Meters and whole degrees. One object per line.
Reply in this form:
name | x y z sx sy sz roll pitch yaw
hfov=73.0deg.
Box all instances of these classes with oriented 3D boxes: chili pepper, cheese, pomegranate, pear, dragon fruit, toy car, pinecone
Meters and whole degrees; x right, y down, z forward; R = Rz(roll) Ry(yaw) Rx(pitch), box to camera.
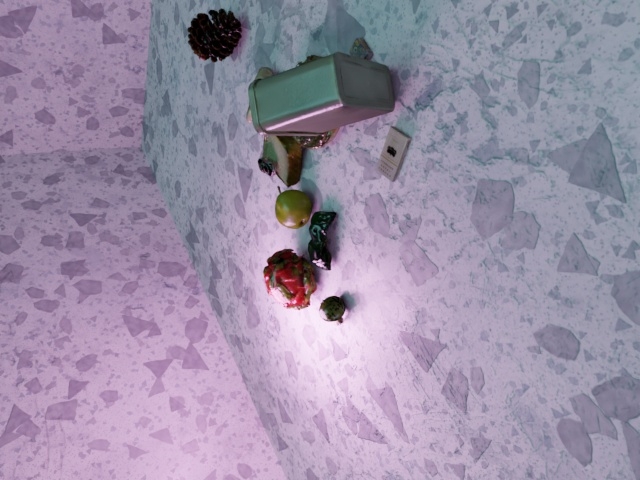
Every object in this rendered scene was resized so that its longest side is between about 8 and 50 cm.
chili pepper | -0.006 0.004 1.857 0.148 0.116 0.264 21 117 54
cheese | -0.281 -0.663 2.006 0.159 0.093 0.262 -89 18 -47
pomegranate | 0.060 0.312 1.881 0.122 0.122 0.161 -1 127 55
pear | -0.139 -0.155 1.944 0.216 0.166 0.180 45 151 18
dragon fruit | -0.140 0.187 2.022 0.302 0.237 0.231 64 166 1
toy car | -0.255 -0.343 2.025 0.142 0.055 0.069 35 142 51
pinecone | -0.518 -1.031 2.153 0.292 0.247 0.246 -9 93 45

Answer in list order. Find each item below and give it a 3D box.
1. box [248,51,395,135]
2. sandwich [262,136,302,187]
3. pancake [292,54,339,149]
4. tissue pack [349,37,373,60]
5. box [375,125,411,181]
box | 0.010 -0.463 1.410 0.344 0.352 0.177 -5 96 39
sandwich | -0.176 -0.400 1.990 0.251 0.087 0.226 48 149 36
pancake | -0.028 -0.550 1.745 0.382 0.071 0.381 17 111 51
tissue pack | 0.140 -0.650 1.500 0.083 0.035 0.063 63 144 20
box | 0.246 -0.293 1.475 0.090 0.024 0.166 47 136 36
